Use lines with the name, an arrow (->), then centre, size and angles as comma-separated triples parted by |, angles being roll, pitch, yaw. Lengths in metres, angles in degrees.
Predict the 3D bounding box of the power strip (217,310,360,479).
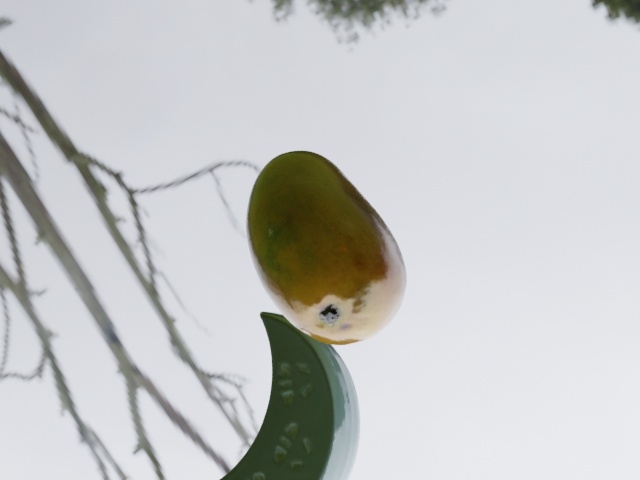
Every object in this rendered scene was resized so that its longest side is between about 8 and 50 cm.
power strip -> -0.042, 0.173, 1.018 | 0.137, 0.044, 0.216 | 28, -85, 35

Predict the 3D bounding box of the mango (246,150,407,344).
mango -> -0.002, 0.001, 0.908 | 0.089, 0.111, 0.163 | -48, -119, 25
